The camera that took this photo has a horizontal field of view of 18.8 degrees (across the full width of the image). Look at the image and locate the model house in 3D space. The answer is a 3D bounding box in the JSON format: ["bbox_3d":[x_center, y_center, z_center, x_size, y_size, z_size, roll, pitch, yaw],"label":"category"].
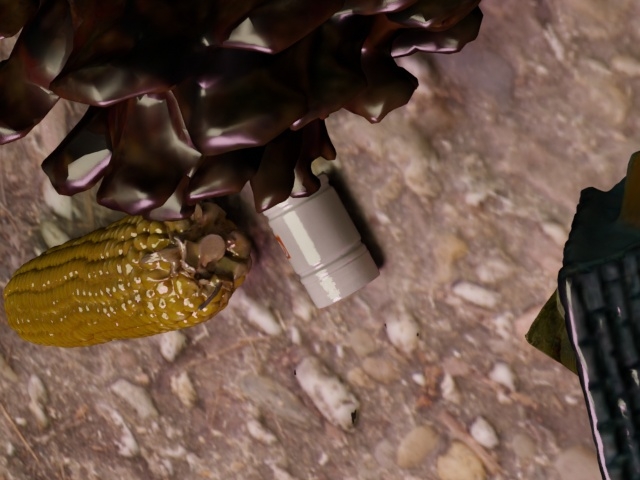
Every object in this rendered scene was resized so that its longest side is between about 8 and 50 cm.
[{"bbox_3d":[0.242,0.069,1.108,0.226,0.241,0.261,3,115,47],"label":"model house"}]

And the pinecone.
[{"bbox_3d":[-0.072,-0.186,1.159,0.397,0.397,0.398,24,129,34],"label":"pinecone"}]

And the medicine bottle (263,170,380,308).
[{"bbox_3d":[0.000,0.000,1.448,0.057,0.057,0.089,-27,94,50],"label":"medicine bottle"}]

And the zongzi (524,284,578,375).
[{"bbox_3d":[0.205,0.049,1.279,0.109,0.055,0.119,38,125,19],"label":"zongzi"}]

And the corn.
[{"bbox_3d":[-0.167,0.037,1.607,0.305,0.106,0.106,-18,100,52],"label":"corn"}]
